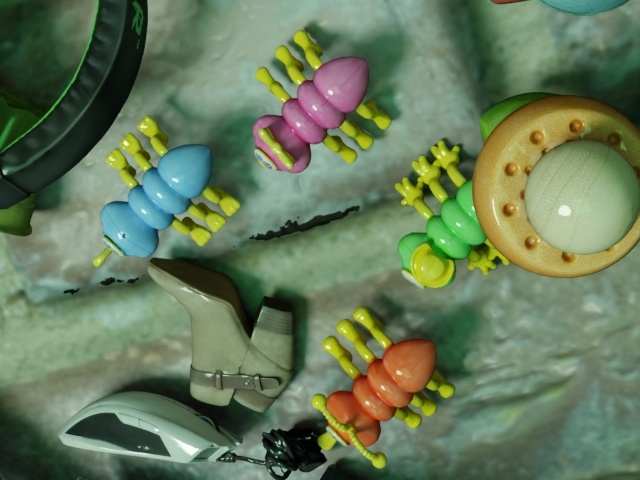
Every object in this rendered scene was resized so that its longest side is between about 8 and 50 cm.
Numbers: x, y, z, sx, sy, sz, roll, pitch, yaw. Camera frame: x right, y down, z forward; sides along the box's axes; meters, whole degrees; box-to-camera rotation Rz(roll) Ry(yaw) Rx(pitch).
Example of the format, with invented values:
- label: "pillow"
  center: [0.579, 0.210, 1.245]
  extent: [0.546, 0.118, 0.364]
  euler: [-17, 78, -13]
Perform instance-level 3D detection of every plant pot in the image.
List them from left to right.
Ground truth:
- label: "plant pot"
  center: [-0.213, -0.057, 0.910]
  extent: [0.083, 0.083, 0.079]
  euler: [29, 100, 0]

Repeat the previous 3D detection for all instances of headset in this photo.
- label: "headset"
  center: [-0.296, -0.104, 0.864]
  extent: [0.394, 0.185, 0.243]
  euler: [-20, 76, 2]

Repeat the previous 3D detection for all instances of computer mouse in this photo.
- label: "computer mouse"
  center: [-0.092, 0.130, 0.944]
  extent: [0.193, 0.106, 0.042]
  euler: [5, 88, 17]

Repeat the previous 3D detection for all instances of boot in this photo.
- label: "boot"
  center: [-0.073, 0.069, 0.940]
  extent: [0.118, 0.042, 0.087]
  euler: [22, 113, 3]

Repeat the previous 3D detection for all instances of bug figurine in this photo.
- label: "bug figurine"
  center: [0.000, 0.000, 0.869]
  extent: [0.279, 0.072, 0.216]
  euler: [40, 100, -6]

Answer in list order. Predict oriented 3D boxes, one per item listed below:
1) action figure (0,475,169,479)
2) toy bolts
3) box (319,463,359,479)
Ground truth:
- label: "action figure"
  center: [-0.247, 0.256, 1.006]
  extent: [0.330, 0.178, 0.341]
  euler: [-31, 75, 12]
- label: "toy bolts"
  center: [0.180, -0.102, 0.752]
  extent: [0.218, 0.158, 0.228]
  euler: [-11, 97, -1]
- label: "box"
  center: [-0.023, 0.484, 0.836]
  extent: [0.297, 0.480, 0.472]
  euler: [31, 111, 0]
